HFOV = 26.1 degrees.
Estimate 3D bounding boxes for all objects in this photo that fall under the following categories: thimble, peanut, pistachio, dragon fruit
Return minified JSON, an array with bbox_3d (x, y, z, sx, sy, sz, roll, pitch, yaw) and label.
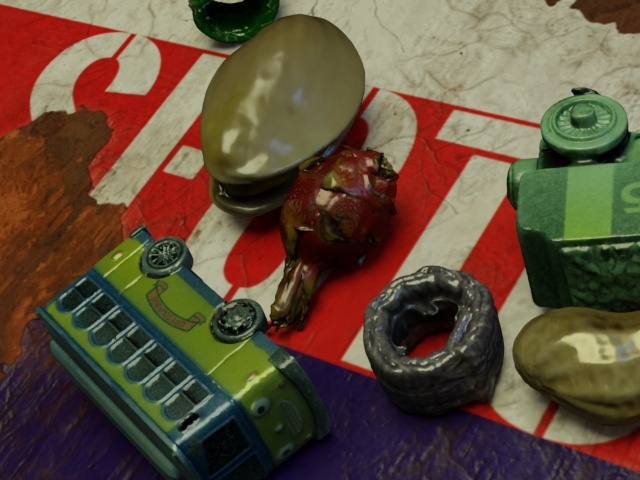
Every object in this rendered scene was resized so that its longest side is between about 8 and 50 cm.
[{"bbox_3d":[0.122,0.107,1.469,0.150,0.098,0.150,-12,47,13],"label":"thimble"},{"bbox_3d":[-0.122,-0.345,1.944,0.130,0.118,0.090,0,44,-3],"label":"thimble"},{"bbox_3d":[0.327,0.121,1.368,0.274,0.111,0.125,-5,53,17],"label":"peanut"},{"bbox_3d":[-0.048,-0.157,1.721,0.197,0.166,0.288,11,62,17],"label":"pistachio"},{"bbox_3d":[0.000,0.000,1.606,0.125,0.125,0.246,5,68,63],"label":"dragon fruit"}]

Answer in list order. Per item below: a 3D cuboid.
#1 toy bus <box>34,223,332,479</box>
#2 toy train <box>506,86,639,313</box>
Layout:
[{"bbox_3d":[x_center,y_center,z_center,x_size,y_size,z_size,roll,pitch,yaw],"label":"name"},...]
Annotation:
[{"bbox_3d":[-0.151,0.139,1.511,0.190,0.152,0.312,-40,48,-16],"label":"toy bus"},{"bbox_3d":[0.343,-0.041,1.458,0.299,0.167,0.238,-5,45,18],"label":"toy train"}]
